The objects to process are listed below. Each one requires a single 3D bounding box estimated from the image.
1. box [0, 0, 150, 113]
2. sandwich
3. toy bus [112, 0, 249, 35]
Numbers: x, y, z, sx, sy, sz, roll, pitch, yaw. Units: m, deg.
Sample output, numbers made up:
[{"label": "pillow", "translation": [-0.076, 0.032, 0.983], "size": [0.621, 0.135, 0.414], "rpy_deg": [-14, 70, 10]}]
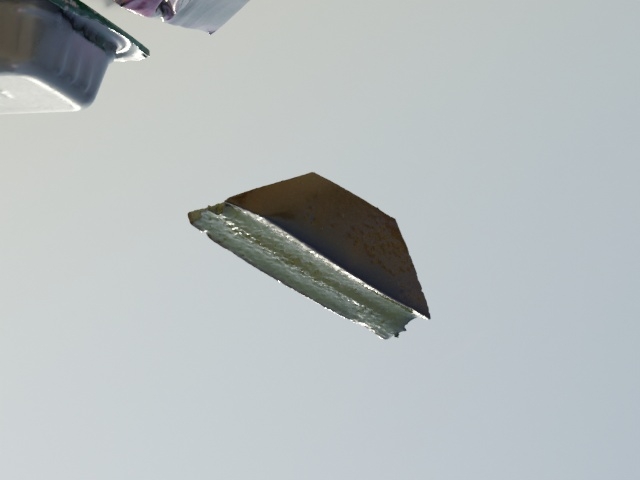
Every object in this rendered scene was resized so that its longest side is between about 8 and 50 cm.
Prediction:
[{"label": "box", "translation": [-0.417, -0.235, 2.037], "size": [0.336, 0.264, 0.106], "rpy_deg": [-1, -107, 27]}, {"label": "sandwich", "translation": [0.000, 0.000, 1.568], "size": [0.094, 0.258, 0.096], "rpy_deg": [-22, -136, 51]}, {"label": "toy bus", "translation": [-0.170, -0.340, 1.843], "size": [0.162, 0.171, 0.386], "rpy_deg": [-55, 173, 10]}]
